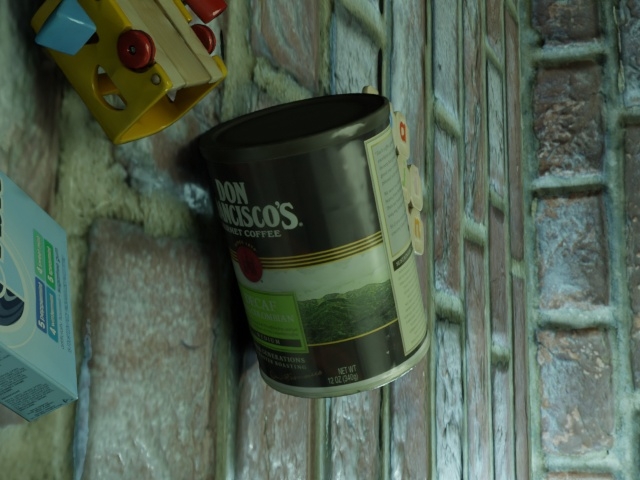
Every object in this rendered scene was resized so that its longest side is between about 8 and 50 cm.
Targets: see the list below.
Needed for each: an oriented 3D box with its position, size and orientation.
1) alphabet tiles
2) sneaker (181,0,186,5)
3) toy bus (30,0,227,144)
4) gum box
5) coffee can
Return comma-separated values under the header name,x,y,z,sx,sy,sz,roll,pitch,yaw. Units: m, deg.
name,x,y,z,sx,sy,sz,roll,pitch,yaw
alphabet tiles,0.093,-0.066,1.145,0.284,0.021,0.278,21,66,-62
sneaker,-0.168,-0.275,0.739,0.162,0.063,0.073,18,52,-67
toy bus,-0.173,-0.174,0.635,0.191,0.104,0.202,29,38,-37
gum box,-0.225,0.004,0.498,0.184,0.041,0.157,57,9,-48
coffee can,0.000,0.000,0.871,0.201,0.201,0.276,-47,128,-58
